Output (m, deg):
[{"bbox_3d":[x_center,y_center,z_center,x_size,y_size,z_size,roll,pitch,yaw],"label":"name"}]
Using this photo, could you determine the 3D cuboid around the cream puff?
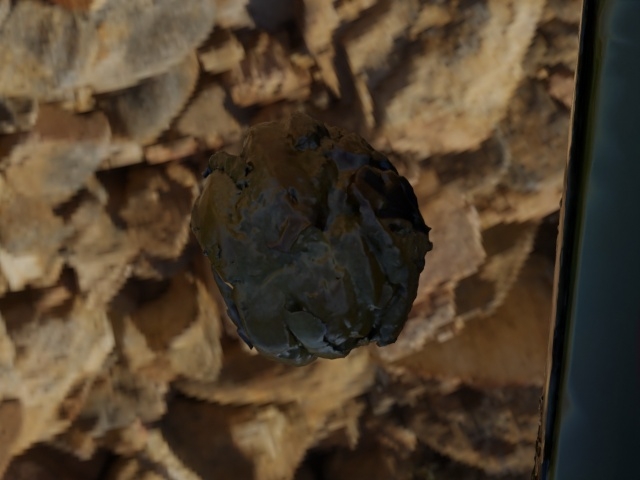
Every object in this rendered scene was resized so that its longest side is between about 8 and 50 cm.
[{"bbox_3d":[0.000,0.000,0.791,0.104,0.119,0.133,-43,139,13],"label":"cream puff"}]

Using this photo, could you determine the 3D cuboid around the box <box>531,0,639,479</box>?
[{"bbox_3d":[0.197,0.048,0.924,0.138,0.420,0.373,7,88,9],"label":"box"}]
